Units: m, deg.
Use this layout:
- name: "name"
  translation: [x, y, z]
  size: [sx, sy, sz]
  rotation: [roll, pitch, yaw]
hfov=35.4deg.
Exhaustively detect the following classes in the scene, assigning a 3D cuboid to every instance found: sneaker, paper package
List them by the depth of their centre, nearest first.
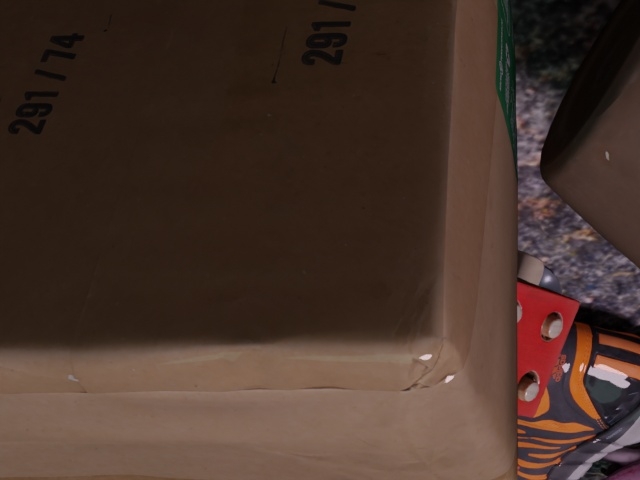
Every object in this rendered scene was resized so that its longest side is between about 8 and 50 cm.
- name: "paper package"
  translation: [-0.060, -0.039, 0.501]
  size: [0.309, 0.325, 0.168]
  rotation: [-3, 145, 14]
- name: "sneaker"
  translation: [0.178, 0.167, 0.973]
  size: [0.180, 0.125, 0.321]
  rotation: [20, 133, -13]

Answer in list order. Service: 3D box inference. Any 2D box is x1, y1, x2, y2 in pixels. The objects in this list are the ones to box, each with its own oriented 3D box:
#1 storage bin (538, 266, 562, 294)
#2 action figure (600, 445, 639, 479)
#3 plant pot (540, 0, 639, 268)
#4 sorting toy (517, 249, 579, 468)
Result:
- name: "storage bin"
  translation: [0.119, 0.058, 0.833]
  size: [0.135, 0.098, 0.091]
  rotation: [26, 152, -26]
- name: "action figure"
  translation: [0.375, 0.206, 0.961]
  size: [0.275, 0.248, 0.370]
  rotation: [27, 148, 11]
- name: "plant pot"
  translation: [0.256, -0.048, 0.550]
  size: [0.229, 0.263, 0.263]
  rotation: [28, 144, 1]
- name: "sorting toy"
  translation: [0.044, 0.111, 0.667]
  size: [0.257, 0.256, 0.089]
  rotation: [18, -174, -40]
